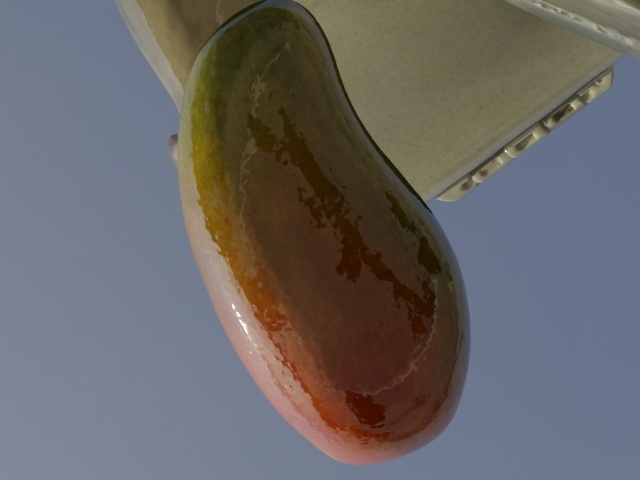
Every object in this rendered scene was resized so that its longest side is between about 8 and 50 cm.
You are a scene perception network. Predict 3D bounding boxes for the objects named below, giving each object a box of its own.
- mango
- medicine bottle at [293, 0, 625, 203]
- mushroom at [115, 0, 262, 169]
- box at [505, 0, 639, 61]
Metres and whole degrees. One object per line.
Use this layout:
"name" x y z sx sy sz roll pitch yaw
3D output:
"mango" -0.004 0.004 0.948 0.146 0.129 0.289 -30 -83 5
"medicine bottle" 0.094 -0.188 1.356 0.282 0.123 0.375 43 -59 -17
"mushroom" -0.105 -0.226 1.186 0.137 0.154 0.407 -6 -112 -29
"box" 0.088 -0.097 0.437 0.063 0.060 0.085 23 -93 16
